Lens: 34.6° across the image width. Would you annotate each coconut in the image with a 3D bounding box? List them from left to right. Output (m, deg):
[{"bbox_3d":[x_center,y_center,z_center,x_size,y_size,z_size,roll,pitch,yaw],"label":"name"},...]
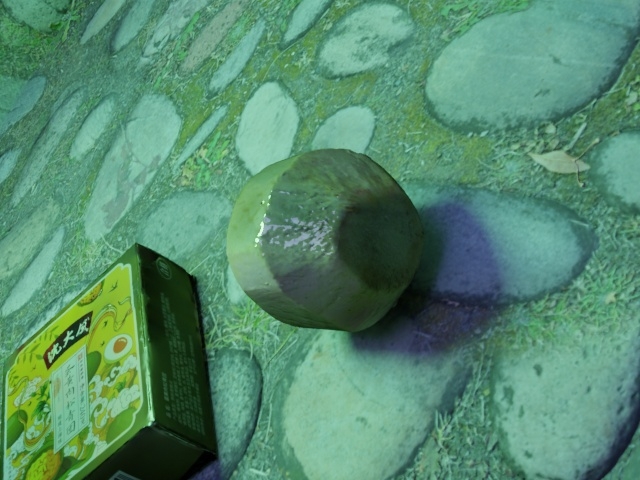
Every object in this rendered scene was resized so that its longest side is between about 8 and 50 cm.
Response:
[{"bbox_3d":[0.000,0.000,1.367,0.259,0.259,0.259,-31,42,32],"label":"coconut"}]

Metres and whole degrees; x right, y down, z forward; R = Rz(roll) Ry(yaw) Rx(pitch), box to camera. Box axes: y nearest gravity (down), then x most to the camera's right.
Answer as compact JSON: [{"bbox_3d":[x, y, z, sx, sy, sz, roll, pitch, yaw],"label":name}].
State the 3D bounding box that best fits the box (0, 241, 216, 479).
[{"bbox_3d":[-0.356,0.266,1.660,0.373,0.138,0.420,-41,38,21],"label":"box"}]
